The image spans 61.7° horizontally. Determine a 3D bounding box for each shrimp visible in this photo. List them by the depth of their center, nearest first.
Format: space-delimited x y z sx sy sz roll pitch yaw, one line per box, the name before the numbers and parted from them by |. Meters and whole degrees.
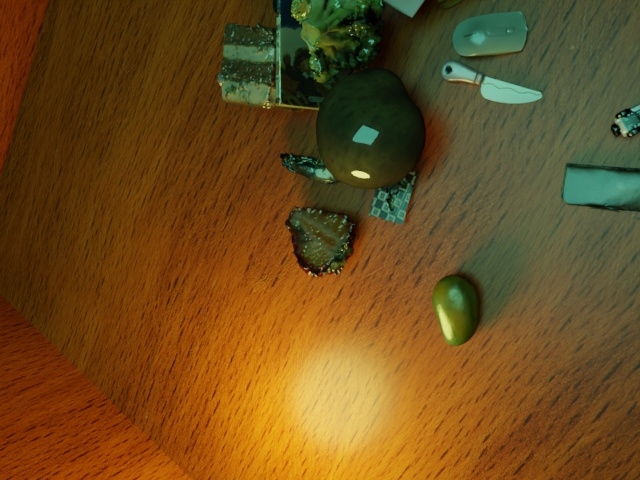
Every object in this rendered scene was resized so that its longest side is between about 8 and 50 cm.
shrimp | -0.022 -0.338 2.046 0.291 0.054 0.222 14 103 22

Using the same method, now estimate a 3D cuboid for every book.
book | -0.022 -0.679 1.883 0.039 0.300 0.427 12 103 56

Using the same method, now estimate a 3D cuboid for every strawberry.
strawberry | 0.000 0.018 2.033 0.281 0.150 0.253 14 82 27

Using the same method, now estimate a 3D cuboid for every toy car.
toy car | 0.929 -0.359 1.546 0.171 0.070 0.080 -30 82 25

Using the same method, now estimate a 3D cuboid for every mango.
mango | 0.465 0.240 1.832 0.157 0.114 0.250 -7 92 20

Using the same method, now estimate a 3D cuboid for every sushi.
sushi | 0.263 -0.164 1.935 0.139 0.031 0.200 19 101 25

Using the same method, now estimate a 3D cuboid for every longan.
longan | 0.165 -0.364 1.789 0.405 0.336 0.403 -8 78 41

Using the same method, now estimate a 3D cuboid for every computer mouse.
computer mouse | 0.540 -0.656 1.712 0.231 0.079 0.127 -4 97 24

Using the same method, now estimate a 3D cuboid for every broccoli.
broccoli | 0.043 -0.690 1.696 0.294 0.280 0.347 -12 119 41

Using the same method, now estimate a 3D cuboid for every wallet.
wallet | 0.870 -0.158 1.624 0.256 0.031 0.136 9 101 27

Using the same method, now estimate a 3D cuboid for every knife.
knife | 0.547 -0.504 1.745 0.336 0.043 0.081 28 113 20

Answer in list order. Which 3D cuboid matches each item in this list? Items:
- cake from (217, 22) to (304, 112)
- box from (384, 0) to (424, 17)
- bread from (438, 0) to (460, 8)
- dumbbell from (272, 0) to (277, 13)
cake | -0.196 -0.632 1.985 0.256 0.282 0.289 18 108 31
box | 0.315 -0.884 1.686 0.274 0.116 0.203 -50 29 39
bread | 0.458 -0.882 1.674 0.264 0.168 0.163 -24 82 29
dumbbell | -0.069 -0.842 1.924 0.100 0.191 0.100 7 99 49
